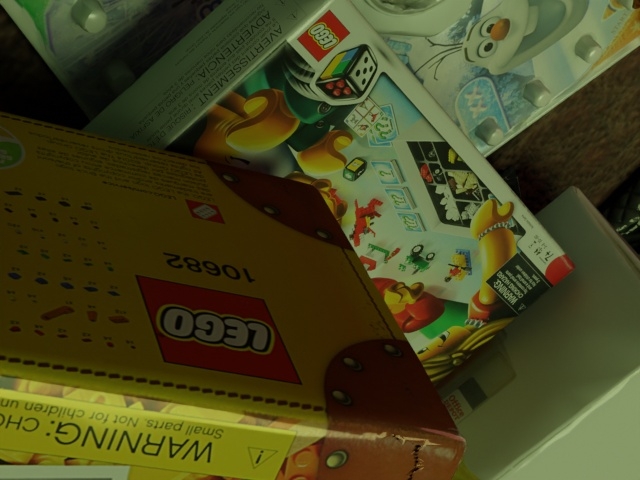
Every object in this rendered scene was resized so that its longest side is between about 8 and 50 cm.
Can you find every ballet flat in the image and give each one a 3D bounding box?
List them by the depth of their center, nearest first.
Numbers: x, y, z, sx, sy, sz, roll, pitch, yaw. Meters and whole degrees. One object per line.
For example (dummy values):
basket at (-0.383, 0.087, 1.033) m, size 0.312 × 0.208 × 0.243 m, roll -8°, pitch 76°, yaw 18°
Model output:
ballet flat at (0.220, 0.005, 0.995) m, size 0.057 × 0.049 × 0.173 m, roll 24°, pitch 111°, yaw -47°

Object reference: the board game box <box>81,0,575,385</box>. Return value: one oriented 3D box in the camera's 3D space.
board game box at (0.000, 0.000, 0.736) m, size 0.193 × 0.053 × 0.305 m, roll -41°, pitch 140°, yaw 7°

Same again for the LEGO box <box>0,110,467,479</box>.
LEGO box at (-0.259, 0.127, 0.524) m, size 0.500 × 0.193 × 0.372 m, roll 12°, pitch 117°, yaw -26°

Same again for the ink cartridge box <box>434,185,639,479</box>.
ink cartridge box at (0.124, 0.187, 0.953) m, size 0.385 × 0.160 × 0.279 m, roll -40°, pitch 133°, yaw 13°

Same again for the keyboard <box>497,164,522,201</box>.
keyboard at (0.060, 0.024, 0.905) m, size 0.180 × 0.023 × 0.108 m, roll -36°, pitch 152°, yaw -4°

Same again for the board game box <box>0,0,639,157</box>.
board game box at (0.055, -0.154, 0.714) m, size 0.390 × 0.050 × 0.390 m, roll -36°, pitch 141°, yaw -4°

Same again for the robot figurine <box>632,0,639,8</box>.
robot figurine at (0.228, -0.244, 0.645) m, size 0.211 × 0.085 × 0.291 m, roll -26°, pitch 142°, yaw -22°
